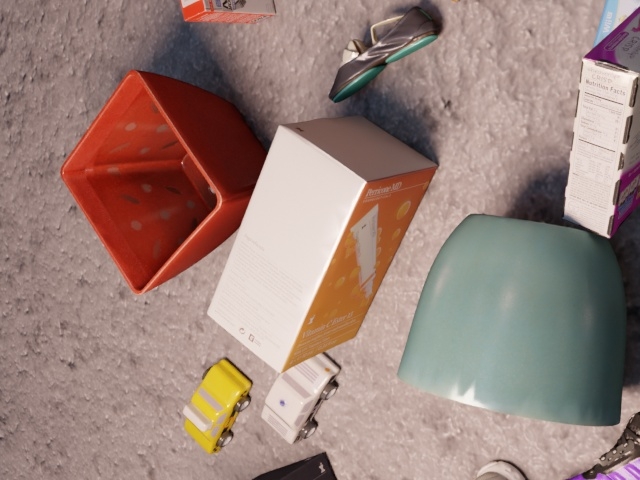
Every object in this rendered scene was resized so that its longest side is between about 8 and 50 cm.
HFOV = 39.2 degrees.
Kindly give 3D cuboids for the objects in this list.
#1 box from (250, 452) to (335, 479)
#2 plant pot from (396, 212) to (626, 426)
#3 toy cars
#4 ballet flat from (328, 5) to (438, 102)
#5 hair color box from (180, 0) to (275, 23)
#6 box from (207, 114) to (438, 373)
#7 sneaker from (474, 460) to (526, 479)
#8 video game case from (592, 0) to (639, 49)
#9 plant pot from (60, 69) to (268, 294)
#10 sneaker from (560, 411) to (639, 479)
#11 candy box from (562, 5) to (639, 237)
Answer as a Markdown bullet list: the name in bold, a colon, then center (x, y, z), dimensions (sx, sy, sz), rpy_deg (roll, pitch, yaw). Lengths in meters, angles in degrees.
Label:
- **box**: center (-0.087, 0.574, 1.495), dimensions (0.179, 0.343, 0.312), rpy_deg (-28, 83, 37)
- **plant pot**: center (0.265, 0.092, 1.186), dimensions (0.293, 0.293, 0.235), rpy_deg (10, 91, 34)
- **toy cars**: center (-0.130, 0.299, 1.625), dimensions (0.394, 0.087, 0.176), rpy_deg (-17, 90, 37)
- **ballet flat**: center (0.084, -0.286, 1.360), dimensions (0.203, 0.074, 0.074), rpy_deg (-30, 82, 30)
- **hair color box**: center (-0.152, -0.402, 1.443), dimensions (0.053, 0.167, 0.093), rpy_deg (-12, 93, 38)
- **box**: center (0.000, 0.000, 1.391), dimensions (0.168, 0.215, 0.345), rpy_deg (36, 119, 24)
- **sneaker**: center (0.306, 0.459, 1.324), dimensions (0.262, 0.121, 0.099), rpy_deg (47, 122, 17)
- **video game case**: center (0.438, -0.264, 1.144), dimensions (0.166, 0.015, 0.119), rpy_deg (23, 112, 30)
- **plant pot**: center (-0.229, -0.108, 1.519), dimensions (0.267, 0.236, 0.267), rpy_deg (-44, 75, 34)
- **sneaker**: center (0.430, 0.307, 1.225), dimensions (0.293, 0.102, 0.146), rpy_deg (-15, 87, 32)
- **candy box**: center (0.367, -0.142, 1.079), dimensions (0.071, 0.159, 0.233), rpy_deg (26, 139, 31)
